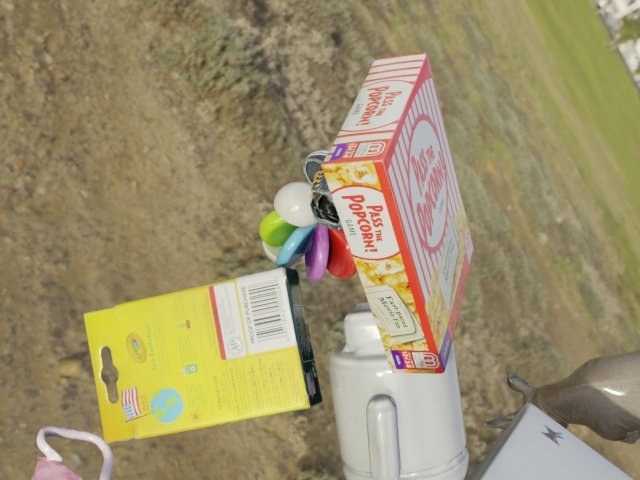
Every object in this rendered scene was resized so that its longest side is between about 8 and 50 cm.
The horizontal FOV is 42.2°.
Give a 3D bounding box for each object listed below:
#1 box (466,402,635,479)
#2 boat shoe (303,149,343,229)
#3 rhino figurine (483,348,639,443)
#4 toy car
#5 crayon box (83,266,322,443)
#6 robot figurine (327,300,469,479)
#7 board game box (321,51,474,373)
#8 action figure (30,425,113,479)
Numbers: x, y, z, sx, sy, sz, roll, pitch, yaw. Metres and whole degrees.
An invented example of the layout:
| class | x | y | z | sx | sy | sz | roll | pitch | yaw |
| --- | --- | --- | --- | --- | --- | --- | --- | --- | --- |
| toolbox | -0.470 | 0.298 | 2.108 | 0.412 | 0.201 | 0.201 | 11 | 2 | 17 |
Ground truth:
| class | x | y | z | sx | sy | sz | roll | pitch | yaw |
| --- | --- | --- | --- | --- | --- | --- | --- | --- | --- |
| box | 0.112 | 0.191 | 0.350 | 0.181 | 0.119 | 0.182 | 36 | 23 | 17 |
| boat shoe | 0.010 | -0.073 | 1.136 | 0.083 | 0.065 | 0.183 | -12 | 32 | -31 |
| rhino figurine | 0.248 | 0.129 | 0.682 | 0.106 | 0.243 | 0.073 | 31 | 49 | -53 |
| toy car | 0.000 | 0.000 | 1.261 | 0.182 | 0.159 | 0.136 | -1 | 56 | -19 |
| crayon box | -0.173 | 0.168 | 1.211 | 0.081 | 0.319 | 0.202 | 19 | 60 | -76 |
| robot figurine | 0.123 | 0.271 | 1.304 | 0.300 | 0.200 | 0.353 | -23 | 106 | -70 |
| board game box | 0.066 | -0.019 | 0.623 | 0.146 | 0.045 | 0.193 | -66 | 145 | -46 |
| action figure | -0.324 | 0.476 | 1.310 | 0.248 | 0.370 | 0.275 | 13 | 87 | -32 |
